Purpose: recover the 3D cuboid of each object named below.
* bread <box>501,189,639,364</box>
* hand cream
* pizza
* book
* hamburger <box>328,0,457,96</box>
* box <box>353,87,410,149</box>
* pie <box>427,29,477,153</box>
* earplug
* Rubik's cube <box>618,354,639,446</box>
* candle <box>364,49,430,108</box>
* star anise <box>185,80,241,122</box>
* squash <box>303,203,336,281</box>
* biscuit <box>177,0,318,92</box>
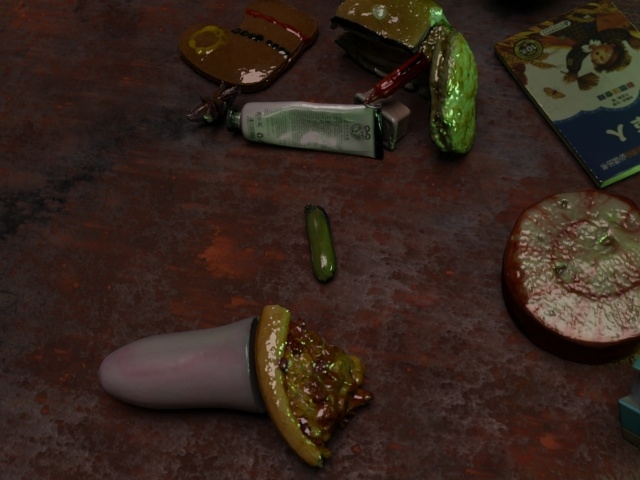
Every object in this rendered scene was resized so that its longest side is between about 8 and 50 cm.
[{"bbox_3d":[0.484,0.063,1.713,0.295,0.114,0.327,-11,59,0],"label":"bread"},{"bbox_3d":[-0.032,-0.240,1.952,0.336,0.121,0.076,6,35,13],"label":"hand cream"},{"bbox_3d":[-0.001,0.242,1.617,0.229,0.081,0.289,-4,72,-40],"label":"pizza"},{"bbox_3d":[0.601,-0.325,1.979,0.300,0.039,0.428,-24,60,-9],"label":"book"},{"bbox_3d":[0.181,-0.446,2.016,0.288,0.167,0.192,30,65,20],"label":"hamburger"},{"bbox_3d":[0.130,-0.262,1.961,0.062,0.089,0.122,-37,63,-28],"label":"box"},{"bbox_3d":[0.264,-0.302,1.884,0.090,0.201,0.248,4,92,25],"label":"pie"},{"bbox_3d":[-0.251,0.234,1.666,0.301,0.172,0.172,-6,58,10],"label":"earplug"},{"bbox_3d":[0.633,0.262,1.522,0.213,0.224,0.265,27,67,37],"label":"Rubik's cube"},{"bbox_3d":[0.155,-0.319,1.884,0.162,0.053,0.048,-37,102,-1],"label":"candle"},{"bbox_3d":[-0.231,-0.294,2.020,0.141,0.042,0.141,-23,31,14],"label":"star anise"},{"bbox_3d":[0.000,0.000,1.836,0.052,0.052,0.183,-8,55,1],"label":"squash"},{"bbox_3d":[-0.170,-0.467,2.130,0.262,0.052,0.277,36,68,23],"label":"biscuit"}]
